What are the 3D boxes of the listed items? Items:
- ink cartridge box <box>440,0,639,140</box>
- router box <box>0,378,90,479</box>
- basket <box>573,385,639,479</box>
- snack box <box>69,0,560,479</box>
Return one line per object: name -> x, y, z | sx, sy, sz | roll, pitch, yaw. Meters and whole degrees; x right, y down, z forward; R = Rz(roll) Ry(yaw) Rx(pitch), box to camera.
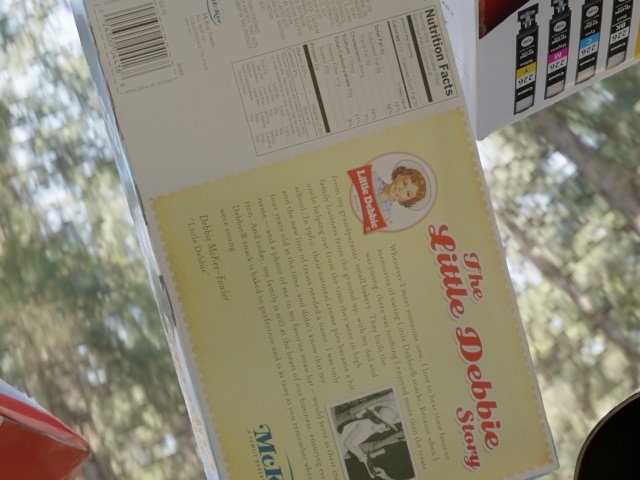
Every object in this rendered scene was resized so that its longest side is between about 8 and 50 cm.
ink cartridge box -> 0.209, -0.212, 1.266 | 0.309, 0.130, 0.272 | -26, -32, -11
router box -> -0.229, 0.133, 0.333 | 0.335, 0.082, 0.301 | -59, -30, -3
basket -> 0.279, 0.105, 1.075 | 0.204, 0.227, 0.154 | -5, -74, 27
snack box -> 0.000, 0.000, 0.989 | 0.187, 0.060, 0.322 | -17, -81, -12
